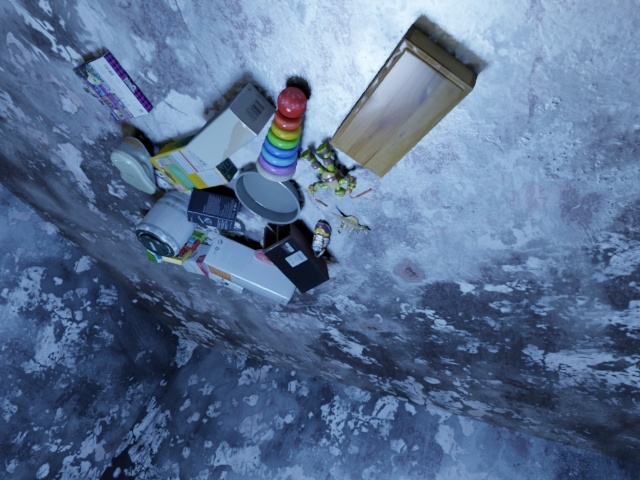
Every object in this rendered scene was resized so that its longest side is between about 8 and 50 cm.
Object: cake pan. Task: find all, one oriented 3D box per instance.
[{"bbox_3d":[-0.208,-0.182,1.675,0.294,0.054,0.293,18,146,12],"label":"cake pan"}]

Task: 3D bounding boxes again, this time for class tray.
[{"bbox_3d":[0.204,-0.350,1.143,0.203,0.076,0.411,32,146,-10],"label":"tray"}]

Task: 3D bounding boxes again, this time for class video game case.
[{"bbox_3d":[-0.767,-0.559,1.534,0.211,0.041,0.232,0,139,34],"label":"video game case"}]

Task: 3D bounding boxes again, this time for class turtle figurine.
[{"bbox_3d":[0.043,-0.226,1.414,0.270,0.087,0.217,0,133,47],"label":"turtle figurine"}]

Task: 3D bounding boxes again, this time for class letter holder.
[{"bbox_3d":[-0.109,0.051,1.876,0.152,0.214,0.301,-30,124,15],"label":"letter holder"}]

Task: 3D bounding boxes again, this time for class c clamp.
[{"bbox_3d":[-0.427,-0.060,2.018,0.161,0.022,0.137,-7,127,31],"label":"c clamp"}]

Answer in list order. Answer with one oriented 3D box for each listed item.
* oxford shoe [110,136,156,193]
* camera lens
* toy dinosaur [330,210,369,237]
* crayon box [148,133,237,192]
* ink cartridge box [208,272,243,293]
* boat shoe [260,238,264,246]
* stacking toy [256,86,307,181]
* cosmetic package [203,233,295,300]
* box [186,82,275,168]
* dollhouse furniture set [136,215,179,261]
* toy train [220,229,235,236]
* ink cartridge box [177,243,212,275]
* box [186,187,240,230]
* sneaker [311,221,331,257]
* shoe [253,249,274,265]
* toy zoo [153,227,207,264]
[{"bbox_3d":[-0.801,-0.319,1.833,0.169,0.129,0.449,23,163,-7],"label":"oxford shoe"},{"bbox_3d":[-0.716,-0.075,1.967,0.220,0.274,0.219,18,146,12],"label":"camera lens"},{"bbox_3d":[0.104,-0.068,1.644,0.183,0.053,0.092,26,133,-14],"label":"toy dinosaur"},{"bbox_3d":[-0.519,-0.310,1.680,0.323,0.083,0.203,-4,137,37],"label":"crayon box"},{"bbox_3d":[-0.487,0.175,2.278,0.209,0.153,0.086,27,148,0],"label":"ink cartridge box"},{"bbox_3d":[-0.227,0.034,1.999,0.137,0.049,0.043,23,150,9],"label":"boat shoe"},{"bbox_3d":[-0.115,-0.346,1.334,0.141,0.141,0.330,25,140,1],"label":"stacking toy"},{"bbox_3d":[-0.340,0.157,2.094,0.454,0.161,0.230,24,161,-1],"label":"cosmetic package"},{"bbox_3d":[-0.305,-0.375,1.389,0.121,0.147,0.311,42,145,-25],"label":"box"},{"bbox_3d":[-0.877,-0.040,2.323,0.198,0.151,0.301,0,126,3],"label":"dollhouse furniture set"},{"bbox_3d":[-0.468,-0.035,2.086,0.084,0.023,0.017,15,146,16],"label":"toy train"},{"bbox_3d":[-0.680,0.103,2.329,0.177,0.128,0.127,8,143,25],"label":"ink cartridge box"},{"bbox_3d":[-0.465,-0.130,1.800,0.207,0.108,0.153,14,162,-13],"label":"box"},{"bbox_3d":[0.000,0.000,1.762,0.070,0.083,0.185,16,147,14],"label":"sneaker"},{"bbox_3d":[-0.234,0.084,1.964,0.178,0.063,0.081,18,174,-5],"label":"shoe"},{"bbox_3d":[-0.729,0.016,2.090,0.193,0.293,0.030,22,132,4],"label":"toy zoo"}]
